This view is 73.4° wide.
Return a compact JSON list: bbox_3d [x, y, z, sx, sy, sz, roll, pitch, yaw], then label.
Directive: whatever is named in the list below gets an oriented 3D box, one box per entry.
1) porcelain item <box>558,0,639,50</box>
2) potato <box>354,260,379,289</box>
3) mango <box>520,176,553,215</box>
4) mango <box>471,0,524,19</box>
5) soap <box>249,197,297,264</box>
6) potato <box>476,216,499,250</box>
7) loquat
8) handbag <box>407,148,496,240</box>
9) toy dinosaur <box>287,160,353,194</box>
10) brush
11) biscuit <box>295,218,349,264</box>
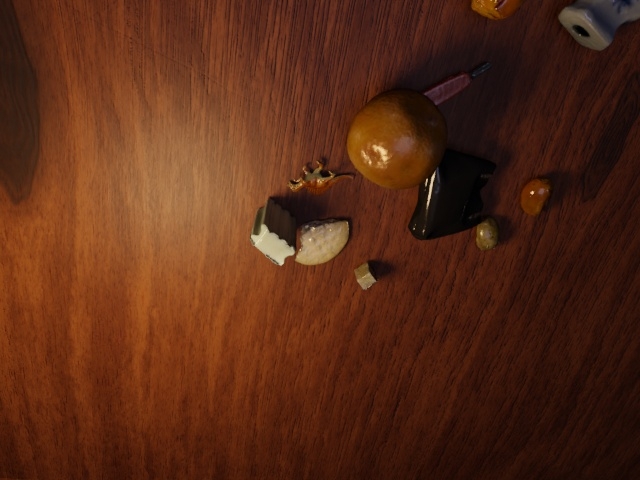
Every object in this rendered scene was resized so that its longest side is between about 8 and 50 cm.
[{"bbox_3d":[0.936,-0.803,1.289,0.243,0.178,0.405,34,106,-17],"label":"porcelain item"},{"bbox_3d":[0.181,0.140,1.711,0.086,0.122,0.061,-39,105,12],"label":"potato"},{"bbox_3d":[0.820,-0.163,1.634,0.105,0.084,0.159,4,115,0],"label":"mango"},{"bbox_3d":[0.549,-0.837,1.254,0.199,0.201,0.349,2,112,-46],"label":"mango"},{"bbox_3d":[-0.163,-0.034,1.526,0.150,0.261,0.094,37,111,-18],"label":"soap"},{"bbox_3d":[0.661,-0.023,1.695,0.092,0.070,0.137,-8,115,-1],"label":"potato"},{"bbox_3d":[0.246,-0.323,1.390,0.329,0.328,0.328,-2,115,-3],"label":"loquat"},{"bbox_3d":[0.490,-0.169,1.580,0.288,0.152,0.342,-3,119,-16],"label":"handbag"},{"bbox_3d":[-0.002,-0.208,1.569,0.212,0.057,0.142,22,123,-12],"label":"toy dinosaur"},{"bbox_3d":[0.429,-0.514,1.456,0.323,0.051,0.070,-30,111,10],"label":"brush"},{"bbox_3d":[0.000,0.000,1.676,0.265,0.040,0.188,-43,113,15],"label":"biscuit"}]
